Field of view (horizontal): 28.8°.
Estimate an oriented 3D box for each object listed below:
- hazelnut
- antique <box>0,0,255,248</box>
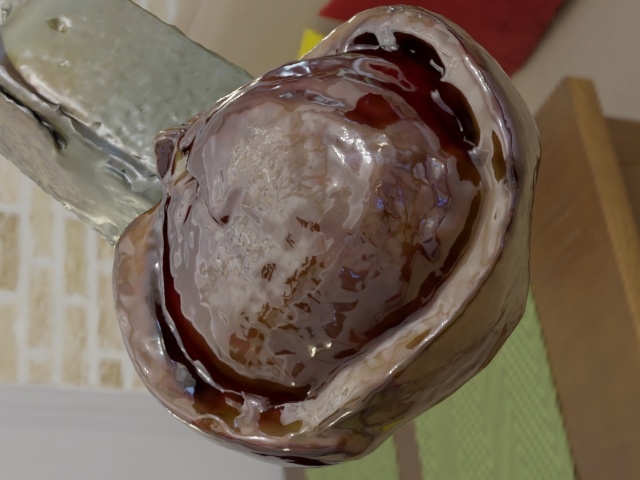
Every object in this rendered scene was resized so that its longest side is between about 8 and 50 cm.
[{"bbox_3d":[0.006,0.003,0.548,0.201,0.160,0.170,-46,37,-17],"label":"hazelnut"},{"bbox_3d":[-0.116,-0.067,0.867,0.125,0.284,0.150,-53,1,-27],"label":"antique"}]
